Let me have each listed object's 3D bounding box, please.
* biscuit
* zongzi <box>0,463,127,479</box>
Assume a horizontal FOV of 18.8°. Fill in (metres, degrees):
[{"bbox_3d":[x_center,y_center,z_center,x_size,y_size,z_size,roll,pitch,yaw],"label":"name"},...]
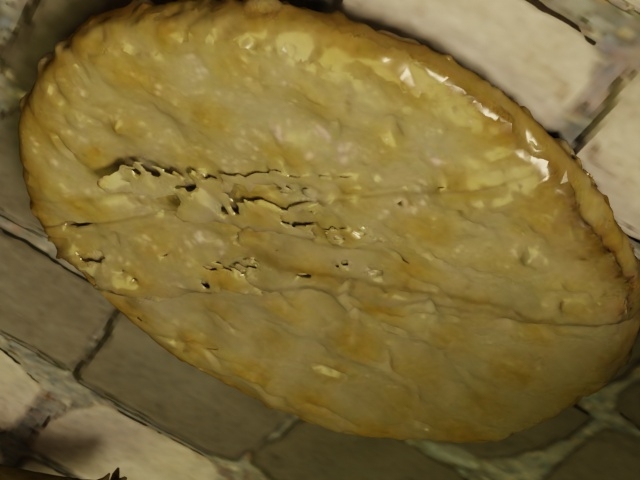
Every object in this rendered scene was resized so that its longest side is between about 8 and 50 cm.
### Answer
[{"bbox_3d":[0.000,0.001,0.642,0.220,0.033,0.220,15,144,11],"label":"biscuit"},{"bbox_3d":[-0.392,0.036,0.849,0.467,0.218,0.500,-33,107,22],"label":"zongzi"}]
